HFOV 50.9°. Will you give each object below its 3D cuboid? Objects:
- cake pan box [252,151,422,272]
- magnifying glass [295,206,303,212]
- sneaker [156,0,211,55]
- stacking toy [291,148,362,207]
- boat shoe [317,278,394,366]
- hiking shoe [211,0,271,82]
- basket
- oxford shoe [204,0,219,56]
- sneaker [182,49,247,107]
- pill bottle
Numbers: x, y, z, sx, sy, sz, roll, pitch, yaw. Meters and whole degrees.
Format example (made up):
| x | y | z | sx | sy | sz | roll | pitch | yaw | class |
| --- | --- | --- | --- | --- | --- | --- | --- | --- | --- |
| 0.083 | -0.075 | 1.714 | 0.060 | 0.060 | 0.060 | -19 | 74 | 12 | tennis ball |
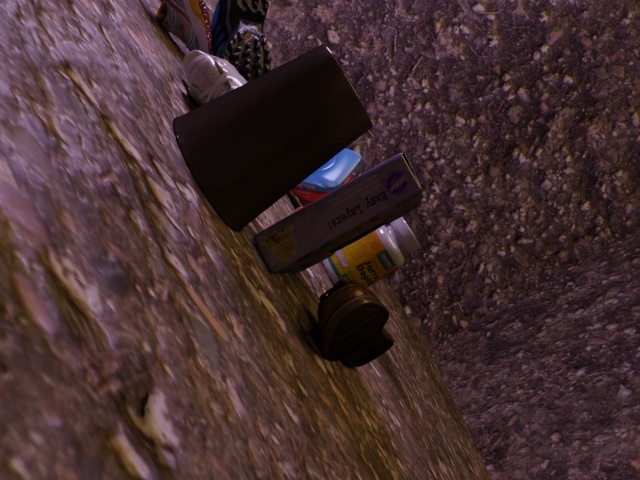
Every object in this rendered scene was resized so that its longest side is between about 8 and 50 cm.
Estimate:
| x | y | z | sx | sy | sz | roll | pitch | yaw | class |
| --- | --- | --- | --- | --- | --- | --- | --- | --- | --- |
| 0.039 | -0.033 | 1.053 | 0.070 | 0.245 | 0.267 | 63 | 5 | 5 | cake pan box |
| 0.000 | 0.000 | 1.627 | 0.231 | 0.026 | 0.092 | 52 | 9 | -44 | magnifying glass |
| -0.262 | -0.428 | 1.292 | 0.225 | 0.092 | 0.088 | 82 | 1 | -59 | sneaker |
| 0.023 | -0.078 | 1.728 | 0.175 | 0.166 | 0.302 | 13 | -44 | 30 | stacking toy |
| 0.036 | 0.116 | 1.025 | 0.104 | 0.110 | 0.307 | 57 | -5 | 22 | boat shoe |
| -0.169 | -0.384 | 1.375 | 0.132 | 0.113 | 0.304 | -19 | -119 | 59 | hiking shoe |
| -0.058 | -0.150 | 0.907 | 0.154 | 0.227 | 0.204 | 53 | 8 | -48 | basket |
| -0.212 | -0.448 | 1.492 | 0.397 | 0.146 | 0.140 | 59 | 5 | -3 | oxford shoe |
| -0.154 | -0.211 | 1.091 | 0.152 | 0.114 | 0.305 | 44 | 7 | -43 | sneaker |
| 0.117 | 0.034 | 1.533 | 0.118 | 0.208 | 0.117 | 58 | 6 | -9 | pill bottle |
